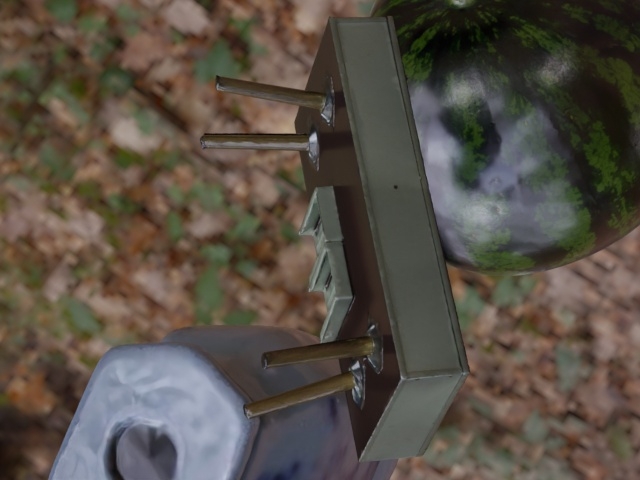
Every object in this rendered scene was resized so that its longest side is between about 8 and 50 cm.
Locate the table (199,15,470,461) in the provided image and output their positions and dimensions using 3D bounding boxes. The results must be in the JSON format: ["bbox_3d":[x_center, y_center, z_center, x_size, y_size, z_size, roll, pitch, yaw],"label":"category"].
[{"bbox_3d":[0.000,0.000,1.128,0.111,0.240,0.121,-4,151,-14],"label":"table"}]

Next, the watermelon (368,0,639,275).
[{"bbox_3d":[0.149,-0.105,1.408,0.269,0.269,0.269,29,159,12],"label":"watermelon"}]

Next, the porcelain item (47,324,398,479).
[{"bbox_3d":[-0.065,0.186,1.609,0.178,0.243,0.405,23,-179,20],"label":"porcelain item"}]
